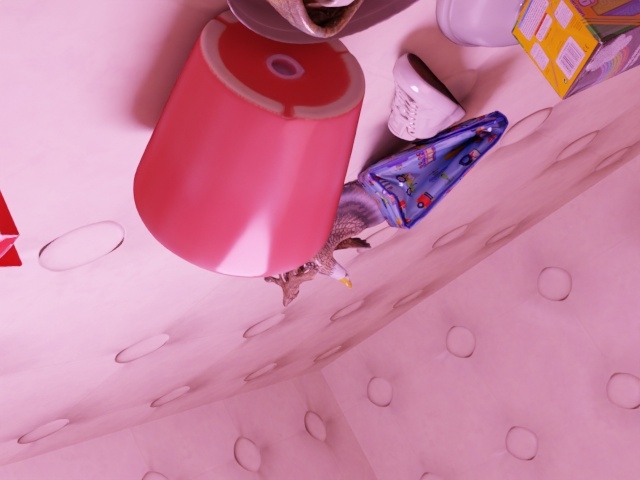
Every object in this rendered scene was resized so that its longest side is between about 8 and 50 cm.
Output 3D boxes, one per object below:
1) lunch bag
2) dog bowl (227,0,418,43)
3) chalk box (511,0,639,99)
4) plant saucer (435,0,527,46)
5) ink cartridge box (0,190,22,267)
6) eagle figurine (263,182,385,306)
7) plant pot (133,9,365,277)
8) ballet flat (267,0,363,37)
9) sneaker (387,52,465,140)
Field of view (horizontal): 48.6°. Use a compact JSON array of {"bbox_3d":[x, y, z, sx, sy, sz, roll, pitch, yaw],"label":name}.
[{"bbox_3d":[0.236,-0.156,1.386,0.293,0.138,0.221,-35,-176,-1],"label":"lunch bag"},{"bbox_3d":[0.041,-0.345,0.669,0.349,0.102,0.348,-26,162,-9],"label":"dog bowl"},{"bbox_3d":[0.394,-0.309,0.948,0.213,0.132,0.132,-26,161,-14],"label":"chalk box"},{"bbox_3d":[0.363,-0.400,1.028,0.401,0.100,0.400,-27,163,-9],"label":"plant saucer"},{"bbox_3d":[-0.419,-0.040,0.751,0.078,0.134,0.231,-38,161,25],"label":"ink cartridge box"},{"bbox_3d":[0.006,0.008,1.554,0.226,0.225,0.298,6,-135,38],"label":"eagle figurine"},{"bbox_3d":[-0.077,-0.128,0.874,0.275,0.275,0.243,-17,151,-34],"label":"plant pot"},{"bbox_3d":[0.055,-0.285,0.501,0.123,0.123,0.348,-15,158,-38],"label":"ballet flat"},{"bbox_3d":[0.163,-0.222,1.201,0.123,0.105,0.290,-37,163,16],"label":"sneaker"}]
